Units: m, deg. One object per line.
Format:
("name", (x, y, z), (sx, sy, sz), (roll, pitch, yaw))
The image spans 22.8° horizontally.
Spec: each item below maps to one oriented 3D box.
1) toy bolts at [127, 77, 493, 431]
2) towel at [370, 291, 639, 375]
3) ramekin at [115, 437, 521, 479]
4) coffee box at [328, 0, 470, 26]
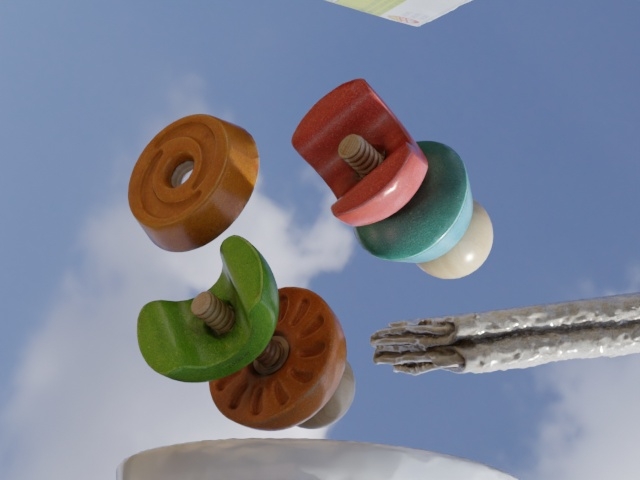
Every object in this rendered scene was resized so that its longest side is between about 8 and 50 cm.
("toy bolts", (0.000, 0.000, 1.080), (0.228, 0.158, 0.218), (-36, -134, 15))
("towel", (0.193, 0.068, 1.205), (0.187, 0.282, 0.049), (166, -82, -73))
("ramekin", (-0.001, 0.224, 1.031), (0.277, 0.277, 0.135), (-22, -122, 48))
("coffee box", (0.007, -0.396, 1.310), (0.338, 0.334, 0.337), (-165, -89, -82))
